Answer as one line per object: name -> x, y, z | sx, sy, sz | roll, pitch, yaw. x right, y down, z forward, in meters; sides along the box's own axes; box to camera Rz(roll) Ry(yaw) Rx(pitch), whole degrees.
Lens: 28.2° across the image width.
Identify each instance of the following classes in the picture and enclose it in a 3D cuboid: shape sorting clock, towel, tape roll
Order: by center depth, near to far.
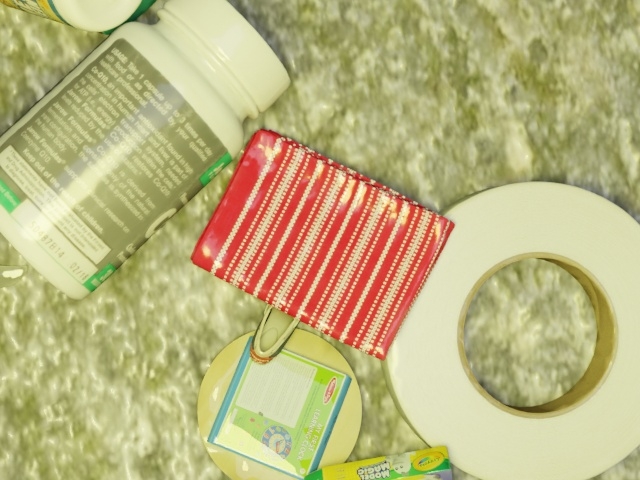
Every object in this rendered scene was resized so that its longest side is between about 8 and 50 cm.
towel -> 0.000, 0.000, 1.555 | 0.274, 0.031, 0.199 | 27, 80, 10
shape sorting clock -> -0.050, 0.211, 1.586 | 0.206, 0.040, 0.206 | 1, 79, -5
tape roll -> 0.265, 0.117, 1.614 | 0.392, 0.072, 0.392 | 0, 90, -8

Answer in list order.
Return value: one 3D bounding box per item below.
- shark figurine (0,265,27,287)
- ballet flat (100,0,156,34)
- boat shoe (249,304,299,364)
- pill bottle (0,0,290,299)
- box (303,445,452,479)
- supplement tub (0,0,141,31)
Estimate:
shark figurine -> -0.445, -0.022, 1.503 | 0.166, 0.116, 0.278 | -10, 93, -9
ballet flat -> -0.206, -0.340, 1.561 | 0.221, 0.077, 0.079 | -40, 76, -11
boat shoe -> -0.047, 0.090, 1.573 | 0.049, 0.043, 0.137 | 27, 67, 3
pill bottle -> -0.220, -0.121, 1.485 | 0.361, 0.204, 0.204 | -44, 95, -5
box -> 0.074, 0.311, 1.565 | 0.179, 0.043, 0.105 | -10, 133, 3
supplement tub -> -0.309, -0.328, 1.467 | 0.199, 0.144, 0.144 | 21, 86, 33
